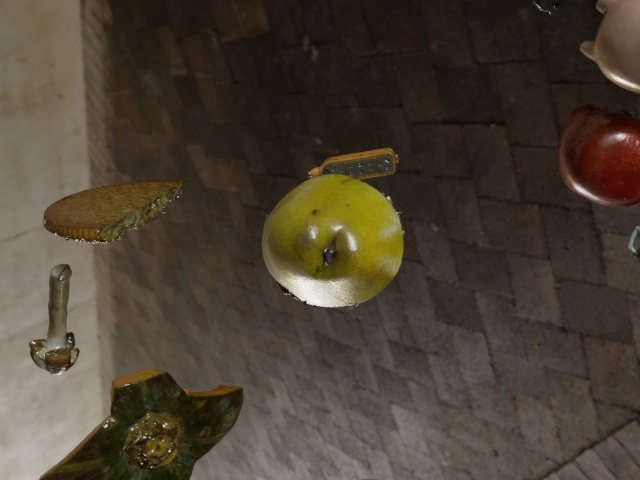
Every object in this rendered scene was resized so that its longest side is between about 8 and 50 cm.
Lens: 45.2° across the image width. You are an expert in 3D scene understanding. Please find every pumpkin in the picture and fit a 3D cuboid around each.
[{"bbox_3d":[-0.277,0.326,1.276,0.095,0.290,0.258,18,161,50],"label":"pumpkin"}]

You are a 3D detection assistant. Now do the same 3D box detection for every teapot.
[{"bbox_3d":[0.579,0.013,1.347,0.088,0.066,0.057,36,120,13],"label":"teapot"}]

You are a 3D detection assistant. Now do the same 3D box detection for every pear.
[{"bbox_3d":[0.002,-0.001,1.309,0.267,0.267,0.178,57,-168,11],"label":"pear"}]

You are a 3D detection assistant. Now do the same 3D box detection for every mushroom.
[{"bbox_3d":[-0.338,0.098,0.976,0.060,0.061,0.187,52,140,40],"label":"mushroom"}]

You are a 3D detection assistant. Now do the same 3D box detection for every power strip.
[{"bbox_3d":[0.062,-0.140,1.480,0.028,0.178,0.049,-82,-18,-68],"label":"power strip"}]

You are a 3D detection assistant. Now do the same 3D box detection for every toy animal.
[{"bbox_3d":[0.506,-0.272,1.084,0.154,0.250,0.167,-121,41,-55],"label":"toy animal"}]

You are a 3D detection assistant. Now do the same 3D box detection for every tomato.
[{"bbox_3d":[0.471,-0.136,1.256,0.187,0.187,0.152,28,106,47],"label":"tomato"}]

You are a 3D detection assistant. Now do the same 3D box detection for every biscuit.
[{"bbox_3d":[-0.243,-0.036,0.880,0.125,0.206,0.025,3,109,16],"label":"biscuit"}]

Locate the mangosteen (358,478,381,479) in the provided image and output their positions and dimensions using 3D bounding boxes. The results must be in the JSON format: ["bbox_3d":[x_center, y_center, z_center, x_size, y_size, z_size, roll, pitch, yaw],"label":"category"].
[{"bbox_3d":[0.094,0.498,1.152,0.261,0.235,0.236,29,140,19],"label":"mangosteen"}]

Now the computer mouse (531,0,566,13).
[{"bbox_3d":[0.412,-0.499,1.394,0.057,0.099,0.172,24,135,68],"label":"computer mouse"}]
